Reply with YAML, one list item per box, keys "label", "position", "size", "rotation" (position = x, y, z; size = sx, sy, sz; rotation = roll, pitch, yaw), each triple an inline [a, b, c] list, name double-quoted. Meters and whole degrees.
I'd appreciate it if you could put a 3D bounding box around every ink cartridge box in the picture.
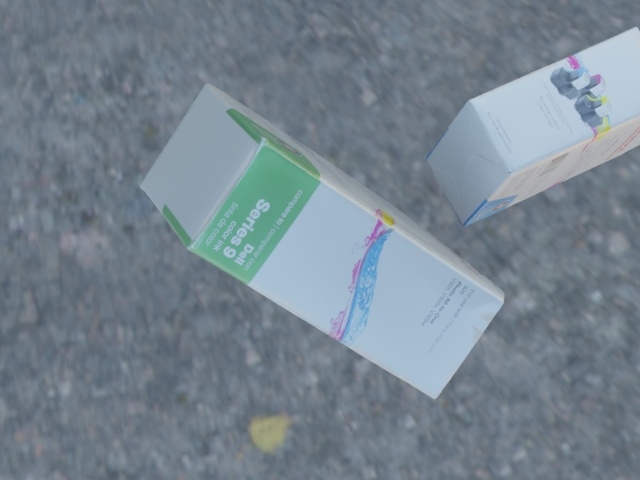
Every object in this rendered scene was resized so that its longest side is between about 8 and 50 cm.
- label: "ink cartridge box"
  position: [0.000, 0.000, 1.269]
  size: [0.212, 0.154, 0.093]
  rotation: [31, 96, -25]
- label: "ink cartridge box"
  position: [0.174, -0.085, 1.310]
  size: [0.181, 0.104, 0.061]
  rotation: [-24, 78, -22]
